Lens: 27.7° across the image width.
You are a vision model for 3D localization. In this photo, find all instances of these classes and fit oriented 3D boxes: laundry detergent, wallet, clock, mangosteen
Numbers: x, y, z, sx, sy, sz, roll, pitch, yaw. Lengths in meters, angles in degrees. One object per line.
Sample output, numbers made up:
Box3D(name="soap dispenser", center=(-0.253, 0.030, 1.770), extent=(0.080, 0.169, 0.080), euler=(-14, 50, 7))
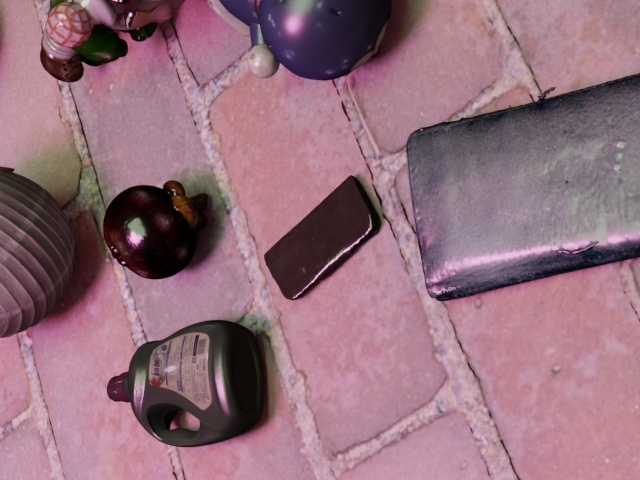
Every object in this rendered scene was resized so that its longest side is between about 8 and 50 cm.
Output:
Box3D(name="laundry detergent", center=(-0.171, 0.178, 1.552), extent=(0.222, 0.078, 0.144), euler=(-17, 74, 34))
Box3D(name="wallet", center=(0.255, -0.061, 1.284), extent=(0.379, 0.046, 0.190), euler=(-15, 73, 35))
Box3D(name="wallet", center=(0.000, 0.000, 1.491), extent=(0.157, 0.018, 0.082), euler=(-44, 57, 23))
Box3D(name="clock", center=(-0.025, -0.275, 1.494), extent=(0.243, 0.146, 0.199), euler=(35, 99, 45))
Box3D(name="mangosteen", center=(-0.197, -0.019, 1.599), extent=(0.140, 0.140, 0.140), euler=(-9, 75, 37))

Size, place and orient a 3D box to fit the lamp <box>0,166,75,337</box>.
Box3D(name="lamp", center=(-0.445, 0.012, 1.715), extent=(0.265, 0.233, 0.233), euler=(-22, 67, 45))

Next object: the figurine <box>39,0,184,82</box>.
Box3D(name="figurine", center=(-0.253, -0.324, 1.621), extent=(0.167, 0.281, 0.370), euler=(50, 144, -1))
